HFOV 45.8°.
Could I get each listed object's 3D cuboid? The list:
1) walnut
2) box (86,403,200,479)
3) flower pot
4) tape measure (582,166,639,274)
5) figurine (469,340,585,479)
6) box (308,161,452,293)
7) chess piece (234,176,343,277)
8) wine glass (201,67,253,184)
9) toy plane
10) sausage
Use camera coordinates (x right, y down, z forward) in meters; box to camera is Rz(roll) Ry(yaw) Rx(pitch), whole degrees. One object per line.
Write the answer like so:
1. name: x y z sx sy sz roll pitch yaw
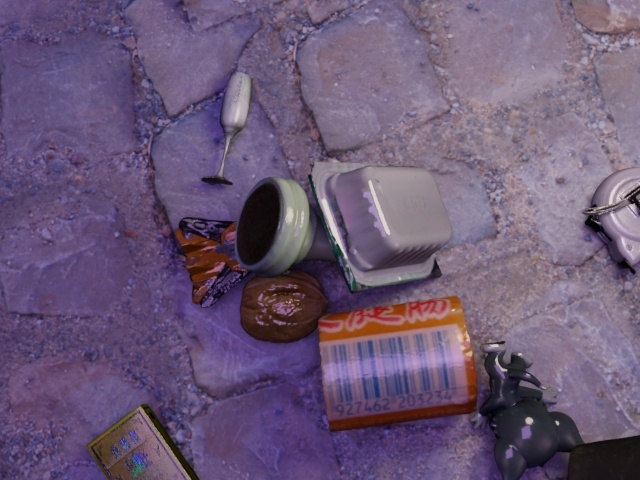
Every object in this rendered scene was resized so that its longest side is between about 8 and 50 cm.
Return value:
1. walnut: -0.073 0.132 1.548 0.184 0.155 0.155 -2 80 3
2. box: -0.358 0.465 1.552 0.141 0.064 0.220 -38 82 -3
3. flower pot: 0.578 0.485 1.365 0.251 0.379 0.379 2 80 26
4. tape measure: 0.644 -0.059 1.552 0.196 0.105 0.178 -44 79 -3
5. figurine: 0.401 0.320 1.488 0.193 0.140 0.265 -13 103 -16
6. box: 0.143 -0.050 1.476 0.106 0.337 0.264 -27 77 39
7. chess piece: 0.000 0.000 1.499 0.299 0.194 0.194 16 79 -33
8. wine glass: -0.198 -0.250 1.665 0.074 0.074 0.262 11 80 6
9. toy plane: -0.137 0.009 1.601 0.316 0.103 0.204 -15 72 -8
10. sausage: 0.144 0.240 1.472 0.287 0.233 0.233 -10 80 3
